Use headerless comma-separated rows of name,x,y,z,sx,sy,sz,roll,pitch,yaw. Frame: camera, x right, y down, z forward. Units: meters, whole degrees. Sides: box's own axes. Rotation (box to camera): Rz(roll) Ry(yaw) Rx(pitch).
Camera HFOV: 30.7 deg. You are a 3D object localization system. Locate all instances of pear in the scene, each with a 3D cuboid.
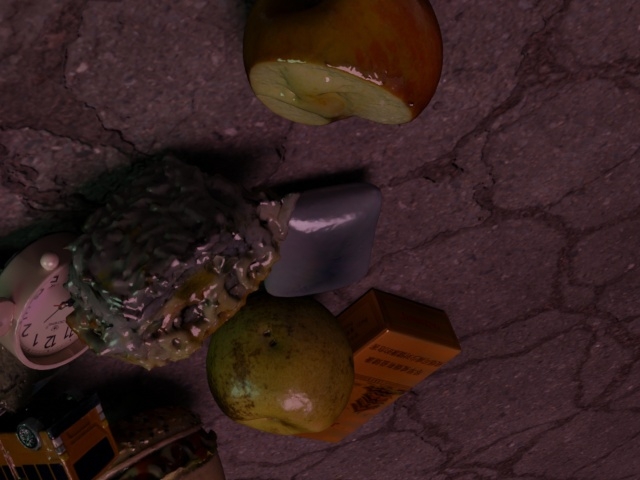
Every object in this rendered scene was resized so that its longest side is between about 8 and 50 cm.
pear,-0.050,0.154,1.518,0.197,0.197,0.197,-14,146,-10

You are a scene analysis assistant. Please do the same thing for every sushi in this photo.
sushi,-0.154,0.018,1.266,0.274,0.139,0.184,-44,152,-14

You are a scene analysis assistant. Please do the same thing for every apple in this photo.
apple,0.025,-0.181,1.088,0.195,0.160,0.173,6,147,40

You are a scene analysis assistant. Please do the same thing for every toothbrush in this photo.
toothbrush,-0.367,0.191,1.466,0.017,0.014,0.162,-32,-178,31

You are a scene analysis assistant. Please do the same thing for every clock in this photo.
clock,-0.298,0.064,1.309,0.229,0.063,0.156,-14,130,-53

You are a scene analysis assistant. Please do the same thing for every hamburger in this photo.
hamburger,-0.268,0.341,1.622,0.300,0.176,0.300,-28,177,-2

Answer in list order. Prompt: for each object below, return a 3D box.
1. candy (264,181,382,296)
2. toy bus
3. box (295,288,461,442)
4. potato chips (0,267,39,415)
candy,0.000,0.000,1.417,0.138,0.071,0.174,-11,144,-14
toy bus,-0.362,0.259,1.479,0.201,0.114,0.098,-9,-162,35
box,0.048,0.191,1.714,0.174,0.076,0.274,20,129,-43
potato chips,-0.378,0.108,1.372,0.167,0.059,0.228,-11,132,-38
